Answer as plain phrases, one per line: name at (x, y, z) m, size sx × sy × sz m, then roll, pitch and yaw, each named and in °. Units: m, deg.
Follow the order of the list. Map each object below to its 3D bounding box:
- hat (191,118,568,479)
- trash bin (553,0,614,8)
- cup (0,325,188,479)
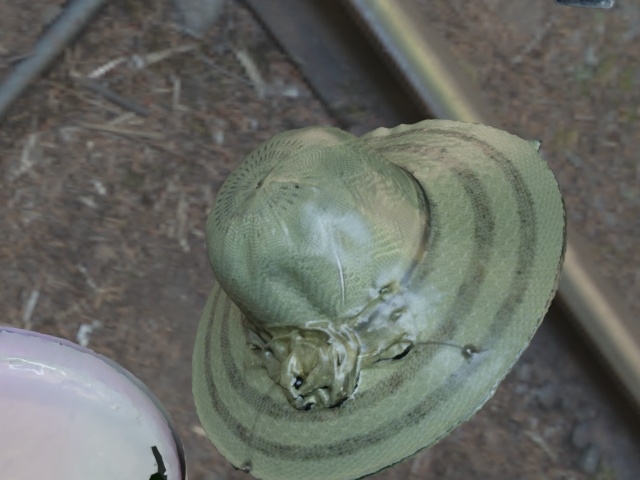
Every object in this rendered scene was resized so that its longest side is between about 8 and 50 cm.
hat at (0.000, 0.000, 0.825) m, size 0.110 × 0.252 × 0.252 m, roll 44°, pitch 71°, yaw -38°
trash bin at (0.190, -0.281, 0.907) m, size 0.185 × 0.161 × 0.238 m, roll -17°, pitch 126°, yaw -10°
cup at (-0.142, 0.192, 0.595) m, size 0.253 × 0.253 × 0.274 m, roll -19°, pitch 129°, yaw -33°
